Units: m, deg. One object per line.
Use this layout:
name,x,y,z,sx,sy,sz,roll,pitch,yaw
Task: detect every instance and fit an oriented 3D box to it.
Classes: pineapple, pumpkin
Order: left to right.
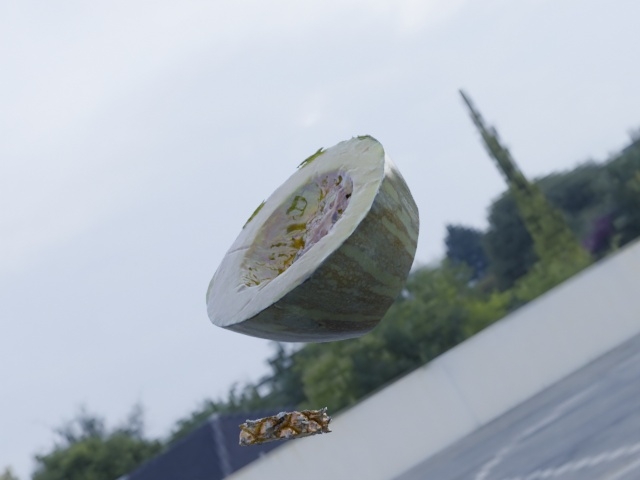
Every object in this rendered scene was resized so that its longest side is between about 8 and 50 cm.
pineapple,-0.019,0.135,1.027,0.083,0.019,0.045,3,-17,-45
pumpkin,0.008,0.016,1.245,0.217,0.110,0.217,-46,17,19
